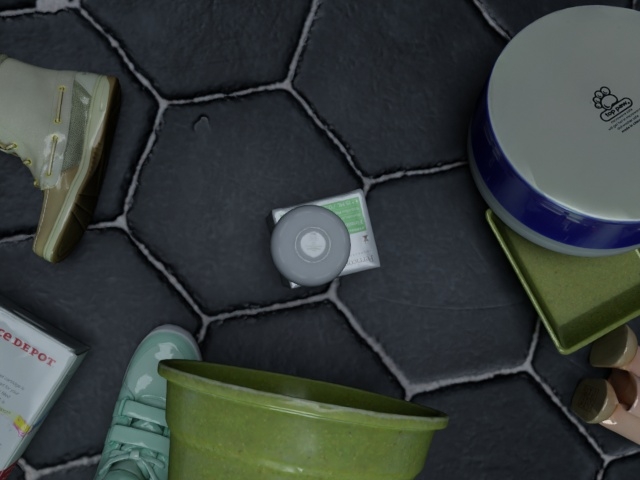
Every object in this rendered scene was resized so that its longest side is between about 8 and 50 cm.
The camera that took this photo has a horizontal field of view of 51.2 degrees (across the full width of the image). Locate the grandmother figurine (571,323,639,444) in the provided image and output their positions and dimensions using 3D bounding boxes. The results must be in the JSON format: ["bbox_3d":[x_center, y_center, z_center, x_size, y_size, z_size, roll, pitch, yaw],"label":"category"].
[{"bbox_3d":[0.474,0.234,0.781,0.342,0.104,0.208,23,93,-2],"label":"grandmother figurine"}]

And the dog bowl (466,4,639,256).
[{"bbox_3d":[0.304,-0.122,0.739,0.264,0.104,0.265,0,70,1],"label":"dog bowl"}]

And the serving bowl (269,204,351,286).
[{"bbox_3d":[-0.009,0.004,0.665,0.083,0.027,0.083,0,87,-6],"label":"serving bowl"}]

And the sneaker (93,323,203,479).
[{"bbox_3d":[-0.177,0.214,0.673,0.094,0.151,0.256,12,84,-5],"label":"sneaker"}]

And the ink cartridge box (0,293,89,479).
[{"bbox_3d":[-0.346,0.157,0.695,0.127,0.072,0.175,32,83,-4],"label":"ink cartridge box"}]

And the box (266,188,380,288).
[{"bbox_3d":[0.000,0.000,0.732,0.101,0.102,0.087,-14,90,-8],"label":"box"}]

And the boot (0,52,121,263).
[{"bbox_3d":[-0.318,-0.093,0.712,0.165,0.077,0.213,14,80,-7],"label":"boot"}]

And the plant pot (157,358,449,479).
[{"bbox_3d":[-0.038,0.261,0.618,0.276,0.276,0.254,11,82,-6],"label":"plant pot"}]

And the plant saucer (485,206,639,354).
[{"bbox_3d":[0.311,0.011,0.793,0.188,0.045,0.188,-27,84,-7],"label":"plant saucer"}]
